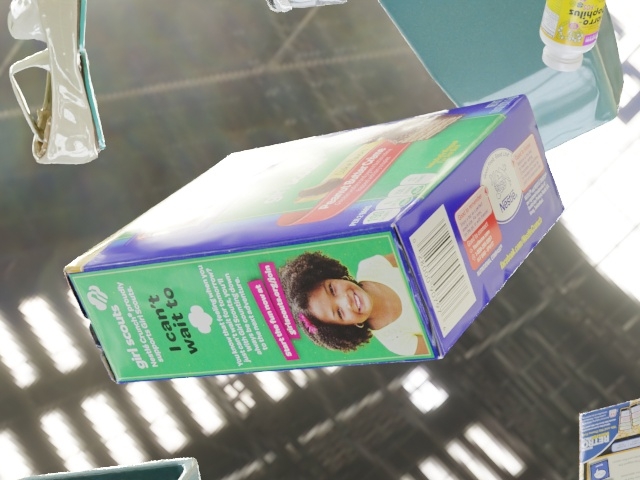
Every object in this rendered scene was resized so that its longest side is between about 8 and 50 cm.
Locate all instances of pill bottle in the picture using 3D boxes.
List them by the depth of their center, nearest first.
[{"bbox_3d":[0.189,-0.170,1.099,0.043,0.083,0.043,4,-141,-4],"label":"pill bottle"}]

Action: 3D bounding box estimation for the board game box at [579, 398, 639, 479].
[{"bbox_3d":[0.341,0.255,1.526,0.045,0.146,0.193,41,-137,-36],"label":"board game box"}]

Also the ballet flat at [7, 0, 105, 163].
[{"bbox_3d":[-0.244,-0.174,1.329,0.086,0.248,0.086,0,-144,0],"label":"ballet flat"}]

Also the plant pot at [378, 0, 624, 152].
[{"bbox_3d":[0.184,-0.207,1.385,0.234,0.165,0.166,58,-154,-13],"label":"plant pot"}]

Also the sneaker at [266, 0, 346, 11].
[{"bbox_3d":[0.003,-0.369,1.628,0.132,0.229,0.086,-1,-156,-5],"label":"sneaker"}]

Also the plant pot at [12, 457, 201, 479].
[{"bbox_3d":[-0.248,0.422,1.622,0.248,0.247,0.252,-58,-45,-62],"label":"plant pot"}]

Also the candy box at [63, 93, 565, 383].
[{"bbox_3d":[0.000,0.000,1.206,0.268,0.317,0.122,-42,-63,-52],"label":"candy box"}]
